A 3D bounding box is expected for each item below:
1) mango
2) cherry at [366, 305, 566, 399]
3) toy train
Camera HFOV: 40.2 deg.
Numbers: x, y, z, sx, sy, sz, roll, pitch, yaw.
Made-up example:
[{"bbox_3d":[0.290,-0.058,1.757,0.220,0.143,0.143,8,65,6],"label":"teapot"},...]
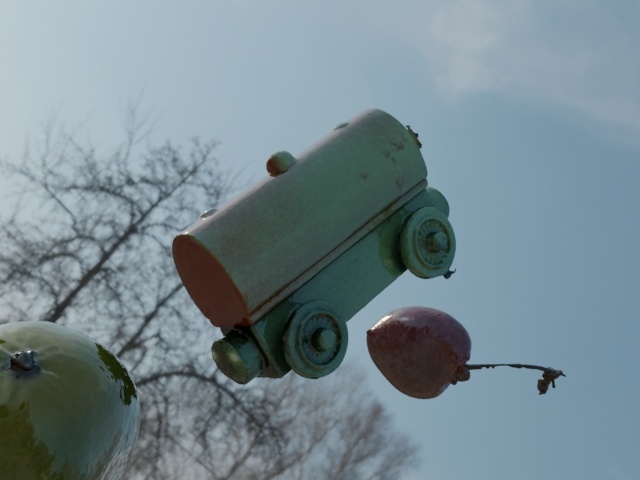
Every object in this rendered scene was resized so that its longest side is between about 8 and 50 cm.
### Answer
[{"bbox_3d":[-0.133,0.098,0.377,0.085,0.122,0.191,29,-25,1],"label":"mango"},{"bbox_3d":[0.154,0.143,0.989,0.225,0.090,0.107,24,-71,-5],"label":"cherry"},{"bbox_3d":[0.000,0.000,0.771,0.116,0.285,0.177,-7,-65,54],"label":"toy train"}]
